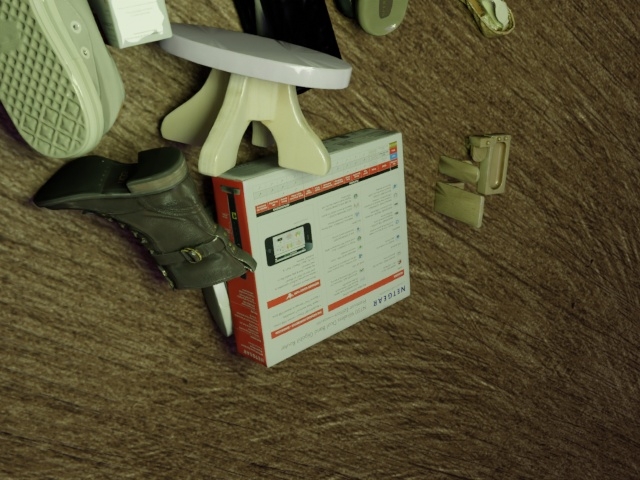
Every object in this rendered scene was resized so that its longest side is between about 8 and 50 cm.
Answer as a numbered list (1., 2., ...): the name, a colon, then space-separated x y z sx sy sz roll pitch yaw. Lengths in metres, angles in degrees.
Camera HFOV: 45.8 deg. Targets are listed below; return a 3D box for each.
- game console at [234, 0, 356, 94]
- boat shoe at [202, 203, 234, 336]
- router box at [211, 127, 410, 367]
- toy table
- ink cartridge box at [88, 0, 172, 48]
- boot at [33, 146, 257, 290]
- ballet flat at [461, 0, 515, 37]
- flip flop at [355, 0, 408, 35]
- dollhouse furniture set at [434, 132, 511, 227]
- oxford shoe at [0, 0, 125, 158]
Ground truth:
1. game console: 0.042 -0.384 1.192 0.361 0.044 0.213 -29 121 -19
2. boat shoe: -0.151 0.048 1.200 0.070 0.078 0.219 -19 114 -23
3. router box: 0.000 0.000 1.225 0.336 0.082 0.301 -21 115 -38
4. toy table: -0.101 -0.196 1.062 0.252 0.274 0.160 -29 134 -57
5. ink cartridge box: -0.260 -0.344 0.970 0.072 0.127 0.175 -20 115 -22
6. boot: -0.244 -0.010 1.057 0.091 0.263 0.229 -73 150 -43
7. ballet flat: 0.274 -0.429 1.300 0.206 0.067 0.073 38 86 -34
8. flip flop: 0.100 -0.395 1.082 0.112 0.080 0.277 -17 147 -11
9. dollhouse furniture set: 0.313 -0.115 1.396 0.151 0.123 0.144 -7 110 -29
10. oxford shoe: -0.366 -0.322 0.924 0.130 0.169 0.449 -56 131 -60
